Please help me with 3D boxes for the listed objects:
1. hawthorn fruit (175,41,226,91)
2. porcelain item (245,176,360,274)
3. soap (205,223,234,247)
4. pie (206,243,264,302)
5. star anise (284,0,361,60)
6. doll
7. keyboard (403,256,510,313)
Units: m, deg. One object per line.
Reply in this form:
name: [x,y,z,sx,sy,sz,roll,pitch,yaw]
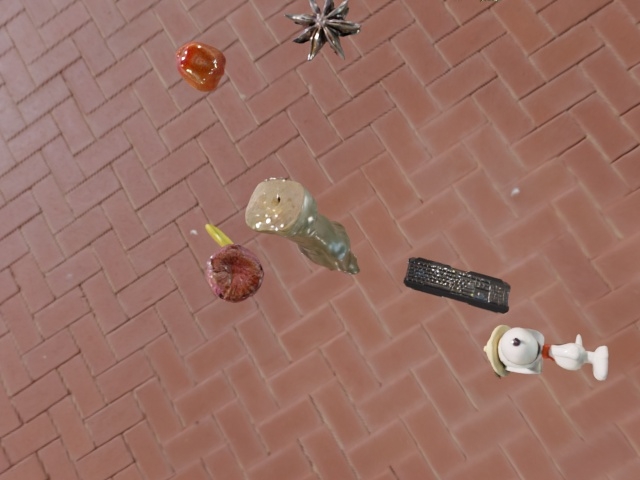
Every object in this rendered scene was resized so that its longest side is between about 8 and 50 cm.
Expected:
hawthorn fruit: [-0.341,-0.494,1.524,0.138,0.133,0.132,22,88,-29]
porcelain item: [0.000,0.000,0.684,0.081,0.216,0.069,5,69,33]
soap: [-0.274,0.012,1.580,0.033,0.089,0.168,-46,104,-7]
pie: [-0.217,0.083,1.367,0.154,0.038,0.153,2,78,-11]
star anise: [0.009,-0.560,1.426,0.205,0.061,0.180,-5,93,16]
doll: [0.571,0.299,1.376,0.272,0.208,0.143,10,76,7]
keyboard: [0.341,0.108,1.342,0.262,0.016,0.106,16,49,7]
